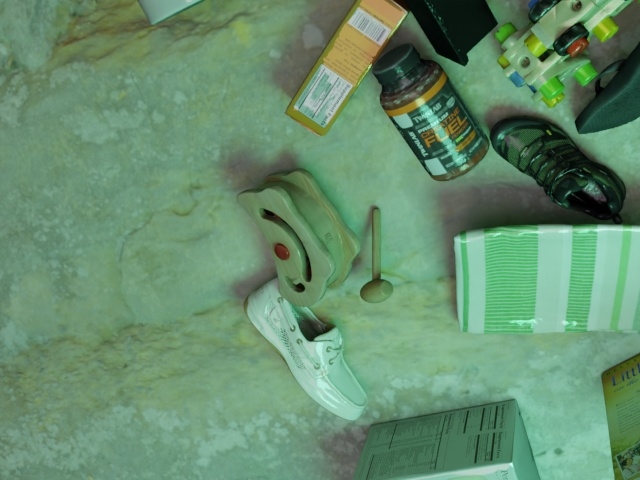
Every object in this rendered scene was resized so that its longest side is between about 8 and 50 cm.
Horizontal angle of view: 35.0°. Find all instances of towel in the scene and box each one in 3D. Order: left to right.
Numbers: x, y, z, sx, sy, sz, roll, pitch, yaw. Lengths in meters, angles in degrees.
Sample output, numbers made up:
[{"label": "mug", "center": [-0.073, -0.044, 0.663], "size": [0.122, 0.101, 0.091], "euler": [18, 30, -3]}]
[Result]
[{"label": "towel", "center": [0.367, 0.066, 1.532], "size": [0.325, 0.038, 0.247], "euler": [1, 138, 12]}]

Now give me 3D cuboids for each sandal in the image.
[{"label": "sandal", "center": [0.433, -0.228, 1.396], "size": [0.097, 0.054, 0.254], "euler": [-6, 155, -21]}]

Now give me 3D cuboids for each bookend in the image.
[{"label": "bookend", "center": [0.204, -0.360, 1.428], "size": [0.157, 0.072, 0.156], "euler": [-44, 128, -4]}]

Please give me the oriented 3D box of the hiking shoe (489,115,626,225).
[{"label": "hiking shoe", "center": [0.350, -0.105, 1.481], "size": [0.227, 0.114, 0.086], "euler": [30, 112, 0]}]

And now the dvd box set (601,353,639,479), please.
[{"label": "dvd box set", "center": [0.547, 0.245, 1.403], "size": [0.308, 0.420, 0.062], "euler": [-32, 104, 21]}]

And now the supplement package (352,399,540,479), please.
[{"label": "supplement package", "center": [0.216, 0.414, 1.666], "size": [0.263, 0.198, 0.199], "euler": [-14, 106, 18]}]

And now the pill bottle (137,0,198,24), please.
[{"label": "pill bottle", "center": [-0.251, -0.521, 1.401], "size": [0.229, 0.229, 0.407], "euler": [-21, 104, 20]}]

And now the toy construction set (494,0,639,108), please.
[{"label": "toy construction set", "center": [0.363, -0.318, 1.353], "size": [0.151, 0.215, 0.327], "euler": [40, 112, 18]}]

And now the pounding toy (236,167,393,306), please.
[{"label": "pounding toy", "center": [0.000, 0.000, 1.630], "size": [0.269, 0.155, 0.154], "euler": [54, 141, 0]}]

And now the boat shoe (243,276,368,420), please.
[{"label": "boat shoe", "center": [-0.006, 0.178, 1.683], "size": [0.096, 0.098, 0.277], "euler": [-39, 97, 24]}]

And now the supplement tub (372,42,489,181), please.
[{"label": "supplement tub", "center": [0.156, -0.188, 1.480], "size": [0.106, 0.106, 0.198], "euler": [-29, 115, 21]}]

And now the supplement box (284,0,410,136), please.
[{"label": "supplement box", "center": [0.040, -0.270, 1.512], "size": [0.080, 0.078, 0.233], "euler": [36, 115, -4]}]
